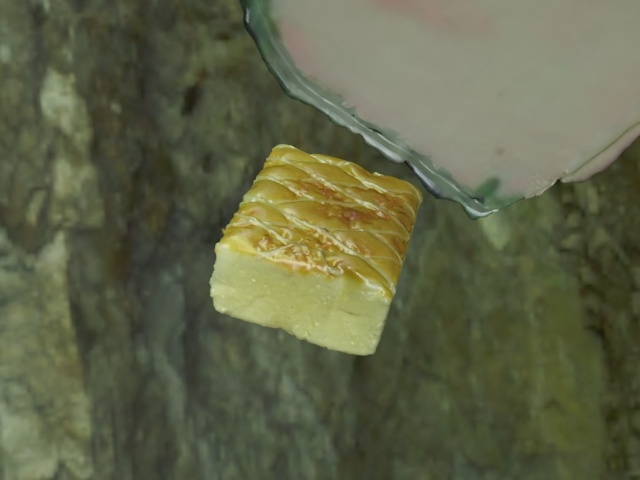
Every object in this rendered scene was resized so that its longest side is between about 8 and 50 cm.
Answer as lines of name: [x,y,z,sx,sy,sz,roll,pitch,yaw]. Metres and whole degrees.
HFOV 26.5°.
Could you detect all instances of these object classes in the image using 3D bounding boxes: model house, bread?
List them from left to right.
bread: [0.000,-0.001,0.982,0.188,0.125,0.068,-66,-7,-62]
model house: [0.092,-0.187,0.762,0.202,0.237,0.237,-44,19,42]
